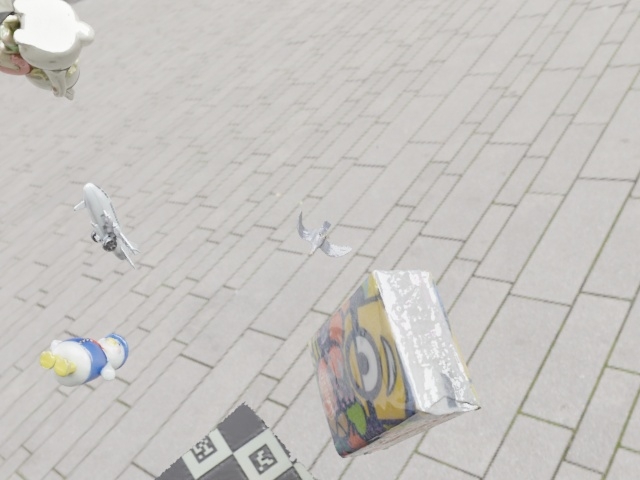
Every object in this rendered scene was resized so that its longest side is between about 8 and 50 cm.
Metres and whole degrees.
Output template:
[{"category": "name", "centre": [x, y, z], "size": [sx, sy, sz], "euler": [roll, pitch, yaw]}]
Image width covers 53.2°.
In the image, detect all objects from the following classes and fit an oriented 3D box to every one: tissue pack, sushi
[{"category": "tissue pack", "centre": [0.049, 0.100, 0.499], "size": [0.060, 0.148, 0.109], "euler": [-4, 63, -25]}, {"category": "sushi", "centre": [-0.087, 0.283, 0.578], "size": [0.210, 0.193, 0.040], "euler": [-42, -8, -13]}]

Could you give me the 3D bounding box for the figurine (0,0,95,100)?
[{"category": "figurine", "centre": [-0.303, -0.205, 0.687], "size": [0.146, 0.098, 0.081], "euler": [-20, 51, 61]}]

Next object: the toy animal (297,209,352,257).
[{"category": "toy animal", "centre": [0.000, -0.001, 0.810], "size": [0.028, 0.084, 0.050], "euler": [-49, 8, 36]}]

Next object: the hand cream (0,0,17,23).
[{"category": "hand cream", "centre": [-0.292, -0.268, 0.462], "size": [0.075, 0.248, 0.052], "euler": [1, 29, 31]}]

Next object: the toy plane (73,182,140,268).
[{"category": "toy plane", "centre": [-0.384, -0.027, 1.149], "size": [0.065, 0.171, 0.162], "euler": [-41, 41, -20]}]

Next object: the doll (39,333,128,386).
[{"category": "doll", "centre": [-0.284, 0.146, 0.796], "size": [0.098, 0.143, 0.058], "euler": [22, 94, 19]}]
